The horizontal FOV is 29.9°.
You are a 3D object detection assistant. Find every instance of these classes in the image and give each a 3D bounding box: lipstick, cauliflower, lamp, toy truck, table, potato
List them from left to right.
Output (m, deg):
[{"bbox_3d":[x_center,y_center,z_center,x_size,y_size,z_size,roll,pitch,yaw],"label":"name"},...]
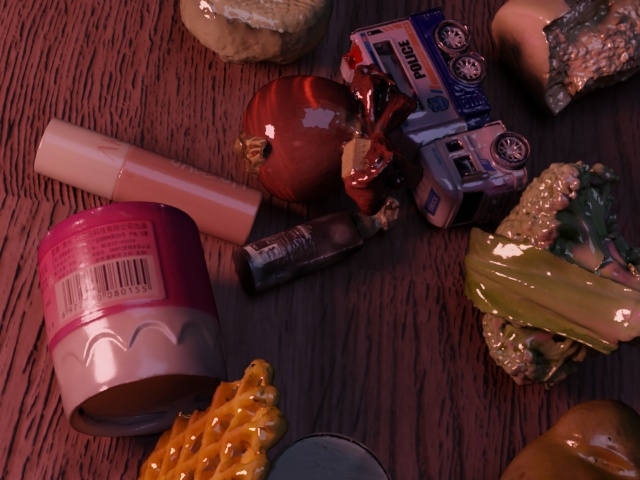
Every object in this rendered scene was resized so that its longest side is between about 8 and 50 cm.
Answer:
[{"bbox_3d":[-0.196,-0.067,1.377,0.254,0.070,0.070,20,58,-4],"label":"lipstick"},{"bbox_3d":[-0.019,0.277,1.139,0.126,0.220,0.126,7,60,-12],"label":"table"},{"bbox_3d":[-0.006,-0.116,1.378,0.151,0.223,0.215,36,42,-35],"label":"lamp"},{"bbox_3d":[0.139,-0.143,1.486,0.155,0.124,0.268,-15,64,-15],"label":"toy truck"},{"bbox_3d":[0.268,0.312,1.212,0.218,0.202,0.351,36,49,-7],"label":"potato"},{"bbox_3d":[0.297,0.055,1.336,0.256,0.239,0.315,-48,36,-5],"label":"cauliflower"}]

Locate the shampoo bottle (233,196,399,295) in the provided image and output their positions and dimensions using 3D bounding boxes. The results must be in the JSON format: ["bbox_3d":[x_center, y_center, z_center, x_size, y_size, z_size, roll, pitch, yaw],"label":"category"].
[{"bbox_3d":[0.000,0.001,1.397,0.207,0.063,0.057,-22,80,-26],"label":"shampoo bottle"}]

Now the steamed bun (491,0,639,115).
[{"bbox_3d":[0.352,-0.282,1.596,0.200,0.170,0.225,46,61,7],"label":"steamed bun"}]

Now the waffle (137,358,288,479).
[{"bbox_3d":[-0.117,0.233,1.107,0.051,0.291,0.291,27,55,-22],"label":"waffle"}]

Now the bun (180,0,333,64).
[{"bbox_3d":[-0.086,-0.292,1.510,0.195,0.118,0.195,10,54,-15],"label":"bun"}]

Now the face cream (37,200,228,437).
[{"bbox_3d":[-0.192,0.083,1.229,0.175,0.175,0.195,-5,63,-18],"label":"face cream"}]
